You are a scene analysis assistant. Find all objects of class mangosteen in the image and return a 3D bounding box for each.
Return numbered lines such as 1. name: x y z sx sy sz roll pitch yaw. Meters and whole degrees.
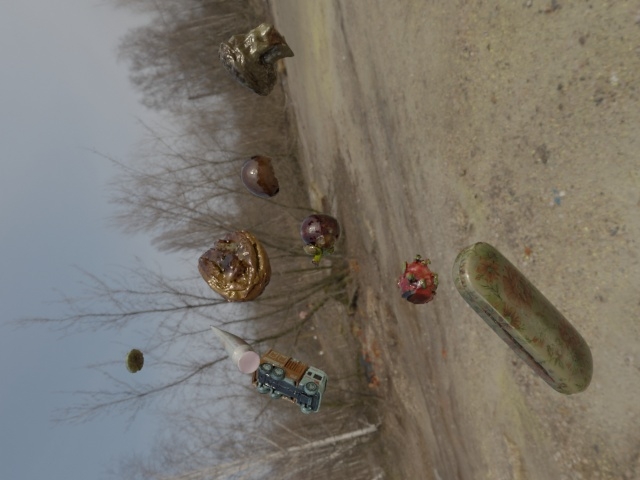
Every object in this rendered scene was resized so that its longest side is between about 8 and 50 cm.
1. mangosteen: 0.009 -0.007 1.496 0.156 0.145 0.181 115 138 -73

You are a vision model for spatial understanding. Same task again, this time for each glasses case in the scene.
1. glasses case: 0.472 0.179 0.981 0.425 0.156 0.098 44 145 -6

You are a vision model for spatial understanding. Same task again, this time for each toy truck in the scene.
1. toy truck: -0.119 0.573 1.752 0.162 0.305 0.136 -45 -31 -57

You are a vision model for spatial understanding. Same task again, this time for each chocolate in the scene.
1. chocolate: -0.187 -0.203 1.385 0.133 0.127 0.124 49 175 27

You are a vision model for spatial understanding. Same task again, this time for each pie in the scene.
1. pie: -0.622 0.403 1.417 0.084 0.019 0.085 -11 -90 -77

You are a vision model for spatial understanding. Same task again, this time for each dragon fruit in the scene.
1. dragon fruit: 0.372 0.149 1.631 0.166 0.160 0.172 58 -159 -49

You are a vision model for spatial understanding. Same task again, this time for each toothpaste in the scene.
1. toothpaste: -0.254 0.307 1.242 0.100 0.066 0.323 34 169 -23

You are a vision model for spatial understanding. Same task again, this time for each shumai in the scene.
1. shumai: -0.171 -0.524 1.194 0.166 0.175 0.206 50 -160 5

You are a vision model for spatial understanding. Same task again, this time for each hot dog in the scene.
1. hot dog: -0.211 0.056 1.027 0.227 0.160 0.099 30 153 49
